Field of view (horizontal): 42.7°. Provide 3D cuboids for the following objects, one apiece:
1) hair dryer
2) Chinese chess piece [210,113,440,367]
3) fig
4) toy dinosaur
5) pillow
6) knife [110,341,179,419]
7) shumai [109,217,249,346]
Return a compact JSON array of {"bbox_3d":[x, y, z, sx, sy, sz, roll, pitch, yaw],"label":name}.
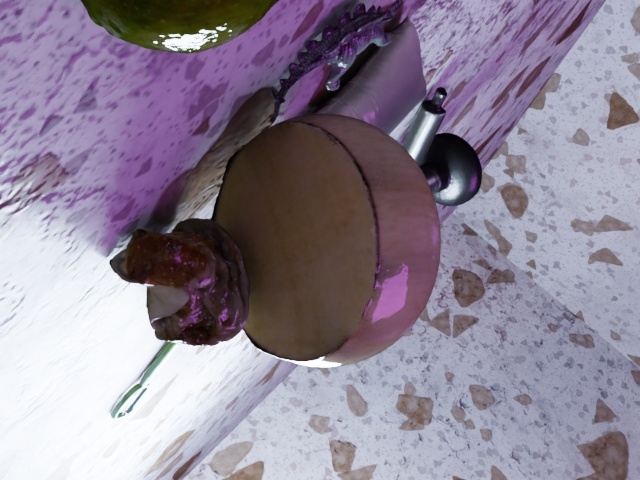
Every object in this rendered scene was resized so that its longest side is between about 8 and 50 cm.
[{"bbox_3d":[0.218,-0.148,1.550,0.320,0.155,0.284,-22,163,-50],"label":"hair dryer"},{"bbox_3d":[0.000,0.000,0.834,0.104,0.257,0.257,-4,138,-44],"label":"Chinese chess piece"},{"bbox_3d":[-0.076,-0.149,0.425,0.123,0.123,0.156,-43,180,-28],"label":"fig"},{"bbox_3d":[0.016,-0.194,0.837,0.209,0.039,0.082,-44,169,-16],"label":"toy dinosaur"},{"bbox_3d":[0.037,-0.147,1.000,0.254,0.078,0.144,-46,157,-16],"label":"pillow"},{"bbox_3d":[-0.247,0.188,1.202,0.212,0.015,0.054,-51,162,15],"label":"knife"},{"bbox_3d":[-0.149,0.037,0.822,0.116,0.145,0.145,12,122,-51],"label":"shumai"}]
